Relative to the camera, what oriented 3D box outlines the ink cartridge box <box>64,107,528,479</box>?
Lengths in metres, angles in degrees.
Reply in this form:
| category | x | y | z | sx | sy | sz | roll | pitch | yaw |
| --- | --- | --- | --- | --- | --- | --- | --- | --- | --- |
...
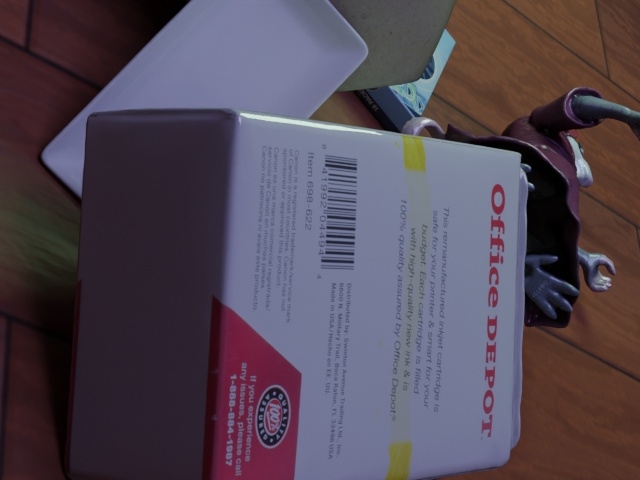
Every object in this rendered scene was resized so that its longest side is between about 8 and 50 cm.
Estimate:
| category | x | y | z | sx | sy | sz | roll | pitch | yaw |
| --- | --- | --- | --- | --- | --- | --- | --- | --- | --- |
| ink cartridge box | -0.004 | 0.052 | 1.203 | 0.384 | 0.160 | 0.279 | 4 | 88 | -51 |

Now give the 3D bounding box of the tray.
| category | x | y | z | sx | sy | sz | roll | pitch | yaw |
| --- | --- | --- | --- | --- | --- | --- | --- | --- | --- |
| tray | -0.095 | -0.117 | 1.266 | 0.270 | 0.030 | 0.145 | -47 | 110 | -9 |

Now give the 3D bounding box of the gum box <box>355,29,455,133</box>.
| category | x | y | z | sx | sy | sz | roll | pitch | yaw |
| --- | --- | --- | --- | --- | --- | --- | --- | --- | --- |
| gum box | 0.071 | -0.227 | 1.670 | 0.157 | 0.041 | 0.184 | 50 | 37 | -18 |

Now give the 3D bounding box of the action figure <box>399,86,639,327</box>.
| category | x | y | z | sx | sy | sz | roll | pitch | yaw |
| --- | --- | --- | --- | --- | --- | --- | --- | --- | --- |
| action figure | 0.227 | -0.052 | 1.688 | 0.275 | 0.248 | 0.370 | 14 | 26 | 6 |

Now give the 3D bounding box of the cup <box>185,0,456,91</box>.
| category | x | y | z | sx | sy | sz | roll | pitch | yaw |
| --- | --- | --- | --- | --- | --- | --- | --- | --- | --- |
| cup | 0.002 | -0.260 | 1.408 | 0.331 | 0.331 | 0.237 | -17 | 104 | -55 |
